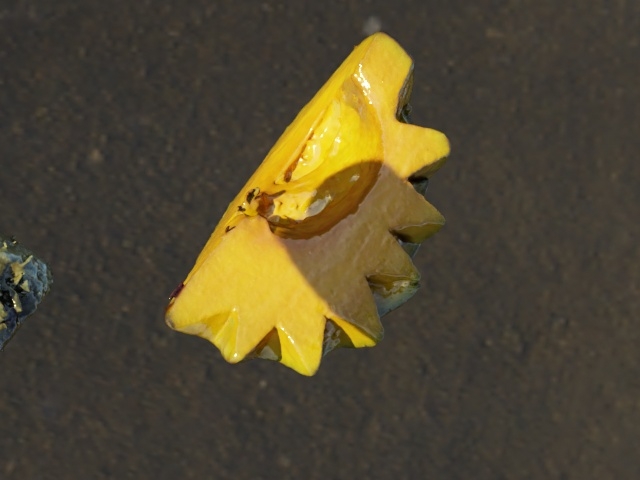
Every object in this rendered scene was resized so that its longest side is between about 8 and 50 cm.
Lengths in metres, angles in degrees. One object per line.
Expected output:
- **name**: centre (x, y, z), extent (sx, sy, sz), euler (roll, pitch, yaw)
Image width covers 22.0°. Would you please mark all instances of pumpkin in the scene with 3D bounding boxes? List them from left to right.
- **pumpkin**: centre (0.000, 0.000, 1.131), extent (0.130, 0.149, 0.254), euler (36, 70, -6)

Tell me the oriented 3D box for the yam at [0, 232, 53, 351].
- **yam**: centre (-0.208, -0.006, 0.729), extent (0.179, 0.078, 0.078), euler (38, 68, -14)
